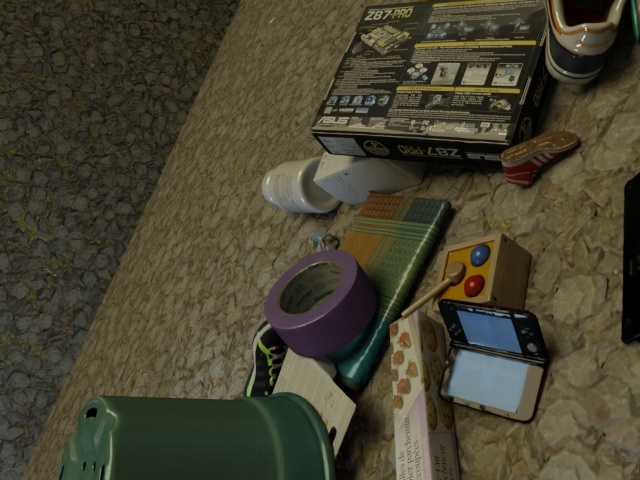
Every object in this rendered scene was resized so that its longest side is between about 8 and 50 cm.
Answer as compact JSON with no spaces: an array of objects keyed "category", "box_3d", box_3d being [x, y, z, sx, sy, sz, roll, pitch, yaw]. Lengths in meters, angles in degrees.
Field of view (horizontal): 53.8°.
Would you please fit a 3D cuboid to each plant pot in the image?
[{"category":"plant pot","box_3d":[-0.210,0.387,0.981,0.341,0.334,0.340,-33,49,47]}]

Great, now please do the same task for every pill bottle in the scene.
[{"category":"pill bottle","box_3d":[-0.050,-0.132,1.534,0.229,0.131,0.131,6,67,60]}]

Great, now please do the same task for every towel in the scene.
[{"category":"towel","box_3d":[0.086,0.079,1.200,0.370,0.040,0.271,-61,27,-7]}]

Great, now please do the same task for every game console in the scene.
[{"category":"game console","box_3d":[0.215,0.154,0.833,0.144,0.124,0.085,5,40,44]}]

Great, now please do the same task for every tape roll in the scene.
[{"category":"tape roll","box_3d":[0.000,0.108,1.117,0.189,0.080,0.189,-26,31,17]}]

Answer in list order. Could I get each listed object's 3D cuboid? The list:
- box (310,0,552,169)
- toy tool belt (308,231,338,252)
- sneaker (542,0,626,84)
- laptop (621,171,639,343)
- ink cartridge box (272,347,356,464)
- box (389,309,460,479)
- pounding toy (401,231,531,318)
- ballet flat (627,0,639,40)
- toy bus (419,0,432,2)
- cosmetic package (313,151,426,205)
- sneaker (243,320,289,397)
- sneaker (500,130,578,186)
[{"category":"box","box_3d":[0.209,-0.297,1.156,0.395,0.097,0.318,9,70,35]},{"category":"toy tool belt","box_3d":[0.000,0.000,1.404,0.052,0.051,0.083,-61,27,-6]},{"category":"sneaker","box_3d":[0.406,-0.413,0.990,0.127,0.126,0.320,82,-174,-68]},{"category":"laptop","box_3d":[0.469,-0.012,0.687,0.264,0.137,0.234,118,170,-61]},{"category":"ink cartridge box","box_3d":[-0.012,0.305,1.080,0.232,0.066,0.188,31,104,53]},{"category":"box","box_3d":[0.146,0.250,0.897,0.063,0.067,0.323,-38,33,35]},{"category":"pounding toy","box_3d":[0.214,0.067,0.931,0.141,0.100,0.130,-19,46,51]},{"category":"ballet flat","box_3d":[0.496,-0.376,0.962,0.070,0.070,0.188,-32,41,41]},{"category":"toy bus","box_3d":[0.291,-0.556,1.382,0.149,0.220,0.211,-55,-6,-6]},{"category":"cosmetic package","box_3d":[0.103,-0.153,1.322,0.231,0.117,0.085,-15,50,55]},{"category":"sneaker","box_3d":[-0.084,0.258,1.221,0.097,0.084,0.234,45,131,48]},{"category":"sneaker","box_3d":[0.342,-0.126,0.985,0.119,0.067,0.042,-17,47,7]}]
